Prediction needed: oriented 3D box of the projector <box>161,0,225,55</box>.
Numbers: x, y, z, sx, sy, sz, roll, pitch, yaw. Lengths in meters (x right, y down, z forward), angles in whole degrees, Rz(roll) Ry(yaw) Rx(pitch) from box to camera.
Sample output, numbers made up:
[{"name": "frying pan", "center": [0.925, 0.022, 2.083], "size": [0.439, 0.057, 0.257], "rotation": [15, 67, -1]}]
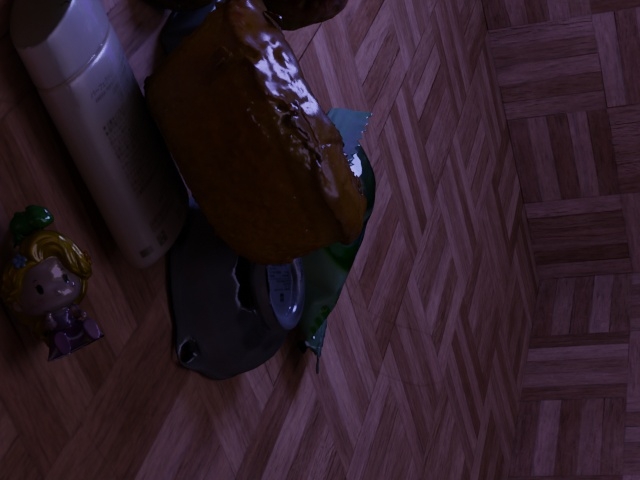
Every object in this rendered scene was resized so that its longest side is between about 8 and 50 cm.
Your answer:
[{"name": "projector", "center": [-0.121, -0.245, 1.642], "size": [0.192, 0.099, 0.257], "rotation": [-71, 148, -45]}]

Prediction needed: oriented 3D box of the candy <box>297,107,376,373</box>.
[{"name": "candy", "center": [0.007, 0.001, 1.843], "size": [0.263, 0.172, 0.398], "rotation": [-62, 154, -49]}]

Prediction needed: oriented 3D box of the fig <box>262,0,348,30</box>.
[{"name": "fig", "center": [-0.054, -0.395, 1.758], "size": [0.257, 0.159, 0.159], "rotation": [174, -89, -72]}]

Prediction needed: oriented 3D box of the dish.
[{"name": "dish", "center": [-0.103, 0.059, 1.587], "size": [0.303, 0.120, 0.303], "rotation": [-6, 90, -70]}]

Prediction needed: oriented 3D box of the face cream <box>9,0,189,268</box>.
[{"name": "face cream", "center": [-0.251, -0.147, 1.292], "size": [0.174, 0.081, 0.349], "rotation": [-81, 156, -50]}]

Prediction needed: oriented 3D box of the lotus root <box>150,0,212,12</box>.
[{"name": "lotus root", "center": [-0.183, -0.378, 1.505], "size": [0.159, 0.095, 0.135], "rotation": [25, 62, -47]}]

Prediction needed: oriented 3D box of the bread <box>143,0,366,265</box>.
[{"name": "bread", "center": [-0.085, -0.132, 1.397], "size": [0.358, 0.204, 0.337], "rotation": [-102, 169, -79]}]

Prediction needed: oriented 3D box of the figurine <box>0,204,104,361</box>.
[{"name": "figurine", "center": [-0.290, 0.046, 1.172], "size": [0.094, 0.115, 0.156], "rotation": [-27, 92, -33]}]
